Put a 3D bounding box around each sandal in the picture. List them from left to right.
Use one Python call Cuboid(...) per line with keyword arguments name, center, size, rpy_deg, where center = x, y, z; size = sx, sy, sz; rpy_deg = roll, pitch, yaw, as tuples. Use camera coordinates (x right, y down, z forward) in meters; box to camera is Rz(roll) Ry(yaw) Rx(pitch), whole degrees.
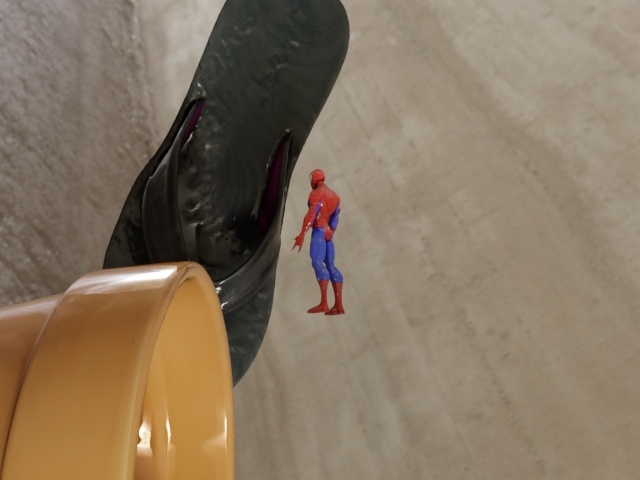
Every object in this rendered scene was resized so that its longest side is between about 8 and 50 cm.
Cuboid(name="sandal", center=(-0.093, -0.054, 0.852), size=(0.168, 0.445, 0.107), rpy_deg=(17, -5, -8))

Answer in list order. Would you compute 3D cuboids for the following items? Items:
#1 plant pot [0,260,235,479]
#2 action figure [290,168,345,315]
Cuboid(name="plant pot", center=(-0.171, 0.156, 0.525), size=(0.291, 0.204, 0.290), rpy_deg=(0, 90, -86))
Cuboid(name="action figure", center=(0.000, 0.000, 0.710), size=(0.038, 0.030, 0.115), rpy_deg=(12, 74, -49))
